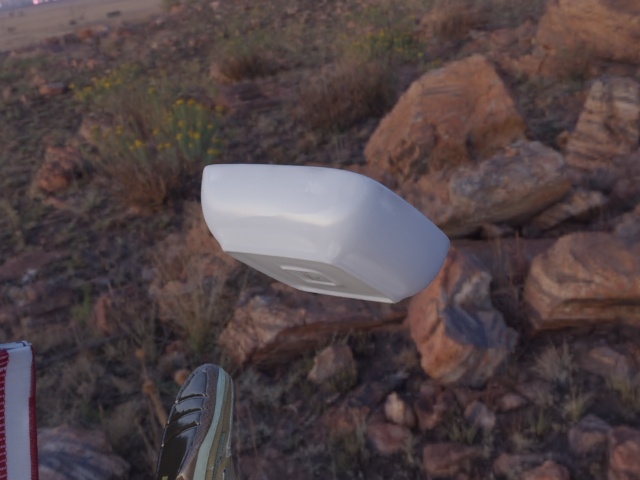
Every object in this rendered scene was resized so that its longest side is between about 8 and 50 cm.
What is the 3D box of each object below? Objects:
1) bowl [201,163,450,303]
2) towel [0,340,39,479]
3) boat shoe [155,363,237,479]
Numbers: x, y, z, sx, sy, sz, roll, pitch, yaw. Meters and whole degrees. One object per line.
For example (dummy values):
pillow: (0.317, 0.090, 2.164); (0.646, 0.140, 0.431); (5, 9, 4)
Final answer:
bowl: (0.000, 0.000, 0.514); (0.142, 0.053, 0.142); (6, -17, 36)
towel: (-0.433, 0.232, 0.758); (0.329, 0.237, 0.037); (-3, 4, -44)
boat shoe: (-0.102, 0.206, 0.682); (0.072, 0.190, 0.068); (24, -19, -32)
